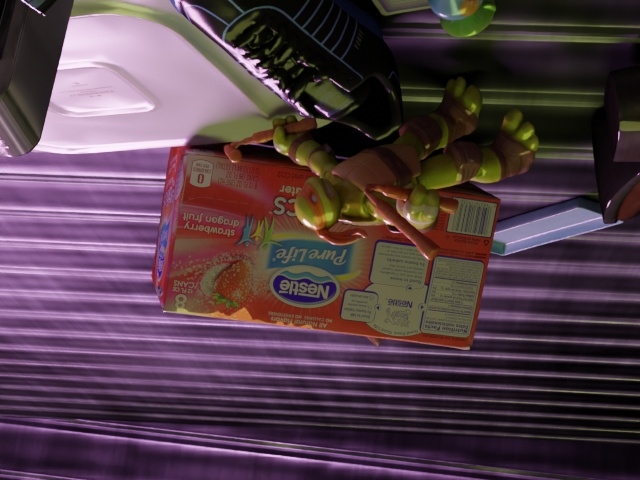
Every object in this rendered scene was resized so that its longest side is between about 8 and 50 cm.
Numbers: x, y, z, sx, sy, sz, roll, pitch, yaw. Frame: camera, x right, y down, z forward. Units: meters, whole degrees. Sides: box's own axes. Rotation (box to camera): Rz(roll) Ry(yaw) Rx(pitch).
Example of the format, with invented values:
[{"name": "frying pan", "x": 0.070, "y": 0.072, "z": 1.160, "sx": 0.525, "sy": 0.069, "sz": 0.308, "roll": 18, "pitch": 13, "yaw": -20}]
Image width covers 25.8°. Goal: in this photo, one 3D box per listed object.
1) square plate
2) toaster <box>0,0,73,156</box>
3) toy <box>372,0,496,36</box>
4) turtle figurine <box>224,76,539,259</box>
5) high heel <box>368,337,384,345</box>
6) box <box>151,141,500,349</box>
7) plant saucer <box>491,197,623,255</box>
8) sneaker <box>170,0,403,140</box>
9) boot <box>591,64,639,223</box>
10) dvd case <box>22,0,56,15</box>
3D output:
[{"name": "square plate", "x": -0.195, "y": -0.143, "z": 1.152, "sx": 0.347, "sy": 0.049, "sz": 0.344, "roll": -3, "pitch": 163, "yaw": 21}, {"name": "toaster", "x": -0.258, "y": -0.144, "z": 0.909, "sx": 0.168, "sy": 0.186, "sz": 0.110, "roll": 10, "pitch": 166, "yaw": 3}, {"name": "toy", "x": 0.062, "y": -0.193, "z": 0.905, "sx": 0.136, "sy": 0.056, "sz": 0.237, "roll": -5, "pitch": 162, "yaw": 23}, {"name": "turtle figurine", "x": 0.065, "y": -0.048, "z": 1.109, "sx": 0.217, "sy": 0.087, "sz": 0.269, "roll": -24, "pitch": -150, "yaw": -27}, {"name": "high heel", "x": 0.068, "y": 0.030, "z": 1.693, "sx": 0.082, "sy": 0.117, "sz": 0.244, "roll": 38, "pitch": 168, "yaw": 43}, {"name": "box", "x": 0.000, "y": 0.000, "z": 1.331, "sx": 0.299, "sy": 0.154, "sz": 0.142, "roll": 7, "pitch": -170, "yaw": -13}, {"name": "plant saucer", "x": 0.241, "y": -0.015, "z": 1.537, "sx": 0.067, "sy": 0.018, "sz": 0.192, "roll": 15, "pitch": 161, "yaw": -32}, {"name": "sneaker", "x": -0.016, "y": -0.141, "z": 1.005, "sx": 0.081, "sy": 0.090, "sz": 0.232, "roll": -36, "pitch": 148, "yaw": 28}, {"name": "boot", "x": 0.376, "y": -0.092, "z": 1.181, "sx": 0.280, "sy": 0.096, "sz": 0.264, "roll": -5, "pitch": 155, "yaw": 3}, {"name": "dvd case", "x": -0.246, "y": -0.224, "z": 0.690, "sx": 0.022, "sy": 0.180, "sz": 0.253, "roll": -44, "pitch": 144, "yaw": 8}]
